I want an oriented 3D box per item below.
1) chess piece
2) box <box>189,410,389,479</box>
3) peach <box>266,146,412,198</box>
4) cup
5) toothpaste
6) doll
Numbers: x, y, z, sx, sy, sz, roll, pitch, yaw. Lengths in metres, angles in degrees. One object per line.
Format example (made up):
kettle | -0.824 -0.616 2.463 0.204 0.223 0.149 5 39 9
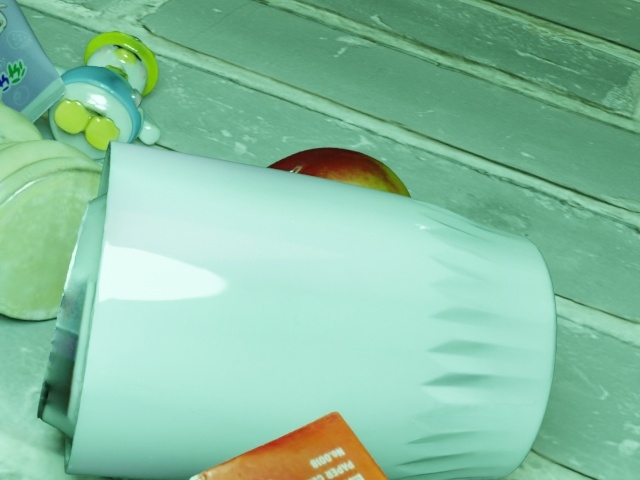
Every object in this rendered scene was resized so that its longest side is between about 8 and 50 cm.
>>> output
chess piece | -0.322 -0.060 1.208 0.167 0.167 0.299 -15 36 -36
box | -0.040 0.220 0.845 0.133 0.182 0.099 -15 57 -40
peach | 0.000 0.000 1.196 0.197 0.197 0.197 9 34 -6
cup | -0.024 0.068 0.975 0.371 0.253 0.253 7 34 -13
toothpaste | -0.386 -0.247 1.434 0.080 0.125 0.371 35 20 -53
doll | -0.247 -0.172 1.428 0.135 0.099 0.241 3 35 7
